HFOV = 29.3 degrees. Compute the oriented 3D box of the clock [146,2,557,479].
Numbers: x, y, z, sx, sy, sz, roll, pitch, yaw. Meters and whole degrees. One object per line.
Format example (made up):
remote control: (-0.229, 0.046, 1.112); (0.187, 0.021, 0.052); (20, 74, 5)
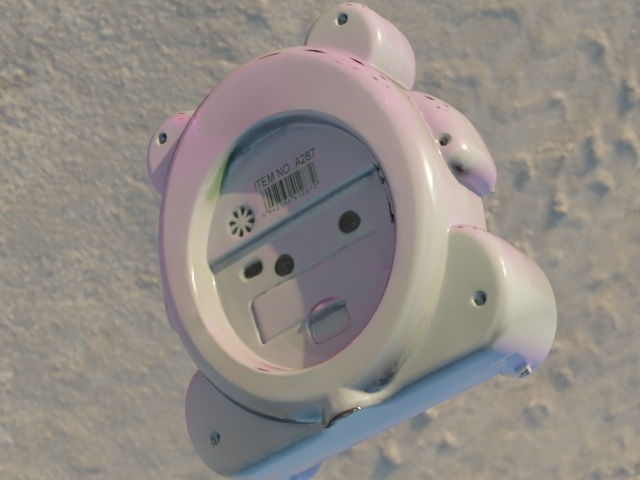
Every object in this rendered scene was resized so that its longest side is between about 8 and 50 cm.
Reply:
clock: (0.000, 0.000, 0.731); (0.227, 0.248, 0.090); (-30, 152, 23)
